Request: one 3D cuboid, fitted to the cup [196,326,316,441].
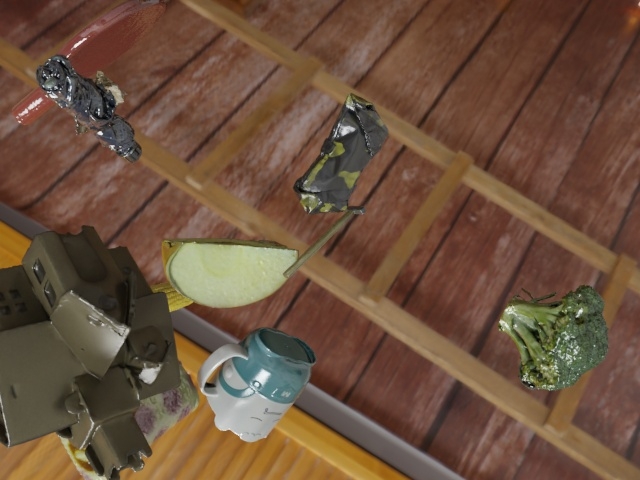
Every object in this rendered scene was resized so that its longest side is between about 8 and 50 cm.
[{"bbox_3d":[-0.183,0.362,1.918,0.290,0.219,0.257,23,112,-38],"label":"cup"}]

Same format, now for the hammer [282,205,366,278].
[{"bbox_3d":[0.000,0.000,1.286,0.199,0.062,0.013,-44,121,-28],"label":"hammer"}]

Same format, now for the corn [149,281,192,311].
[{"bbox_3d":[-0.474,0.172,2.130,0.244,0.093,0.093,-15,138,-44],"label":"corn"}]

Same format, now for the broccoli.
[{"bbox_3d":[0.630,0.242,1.948,0.304,0.283,0.321,-36,148,-46],"label":"broccoli"}]

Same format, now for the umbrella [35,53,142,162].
[{"bbox_3d":[-0.326,-0.185,1.079,0.071,0.080,0.224,-32,151,0],"label":"umbrella"}]

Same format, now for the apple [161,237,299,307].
[{"bbox_3d":[-0.238,0.060,1.892,0.179,0.346,0.254,105,-17,-52],"label":"apple"}]

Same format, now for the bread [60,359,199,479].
[{"bbox_3d":[-0.444,0.400,1.705,0.155,0.187,0.338,-26,-177,33],"label":"bread"}]

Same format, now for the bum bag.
[{"bbox_3d":[0.039,-0.146,1.309,0.232,0.107,0.060,-60,-169,-2],"label":"bum bag"}]

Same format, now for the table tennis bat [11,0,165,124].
[{"bbox_3d":[-0.484,-0.374,1.504,0.415,0.051,0.268,-33,-171,20],"label":"table tennis bat"}]

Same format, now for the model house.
[{"bbox_3d":[-0.250,0.132,0.786,0.211,0.243,0.204,-13,149,-44],"label":"model house"}]

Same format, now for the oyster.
[{"bbox_3d":[-0.392,-0.243,1.276,0.105,0.056,0.177,-62,-178,20],"label":"oyster"}]
